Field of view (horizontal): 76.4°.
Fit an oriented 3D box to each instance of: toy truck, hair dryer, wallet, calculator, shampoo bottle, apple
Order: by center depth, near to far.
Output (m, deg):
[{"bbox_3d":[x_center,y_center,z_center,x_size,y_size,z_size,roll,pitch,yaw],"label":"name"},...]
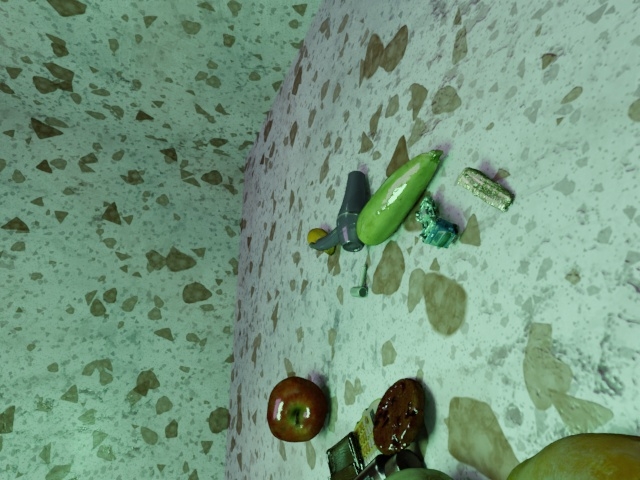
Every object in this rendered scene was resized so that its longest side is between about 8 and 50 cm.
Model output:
[{"bbox_3d":[0.292,-0.049,1.031,0.175,0.081,0.067,-81,14,-57],"label":"toy truck"},{"bbox_3d":[0.150,0.640,1.042,0.129,0.084,0.322,48,129,30],"label":"shampoo bottle"},{"bbox_3d":[0.150,0.561,1.156,0.157,0.033,0.236,-107,32,-45],"label":"calculator"},{"bbox_3d":[0.068,0.690,1.256,0.243,0.039,0.132,114,150,-49],"label":"wallet"},{"bbox_3d":[0.135,0.129,1.359,0.063,0.038,0.124,-12,65,66],"label":"hair dryer"},{"bbox_3d":[-0.085,0.605,1.470,0.230,0.230,0.229,-171,90,-67],"label":"apple"},{"bbox_3d":[0.053,-0.059,1.487,0.361,0.121,0.301,-37,40,49],"label":"hair dryer"}]

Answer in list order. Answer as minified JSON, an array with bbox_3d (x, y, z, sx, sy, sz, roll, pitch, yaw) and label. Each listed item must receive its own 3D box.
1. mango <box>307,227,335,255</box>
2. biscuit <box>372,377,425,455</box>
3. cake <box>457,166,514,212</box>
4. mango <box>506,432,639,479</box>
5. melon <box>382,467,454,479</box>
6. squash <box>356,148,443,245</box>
[{"bbox_3d":[0.000,0.000,1.670,0.190,0.075,0.098,33,134,58],"label":"mango"},{"bbox_3d":[0.194,0.436,1.013,0.192,0.049,0.192,-52,10,12],"label":"biscuit"},{"bbox_3d":[0.374,-0.112,0.904,0.140,0.055,0.051,48,126,40],"label":"cake"},{"bbox_3d":[0.368,0.367,0.522,0.384,0.199,0.221,121,144,-65],"label":"mango"},{"bbox_3d":[0.184,0.602,0.780,0.308,0.272,0.271,-52,32,19],"label":"melon"},{"bbox_3d":[0.214,-0.124,1.163,0.118,0.119,0.370,-102,32,-41],"label":"squash"}]
